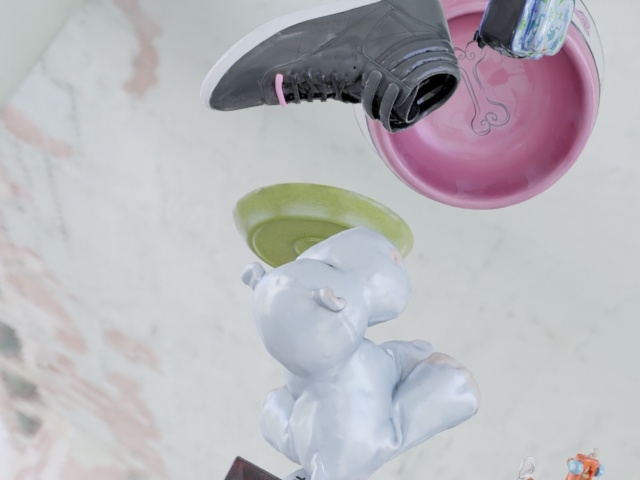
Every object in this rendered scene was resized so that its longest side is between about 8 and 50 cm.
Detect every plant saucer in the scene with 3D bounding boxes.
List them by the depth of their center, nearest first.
[{"bbox_3d":[0.000,0.000,2.069,0.240,0.037,0.241,9,-26,5],"label":"plant saucer"}]

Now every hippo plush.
[{"bbox_3d":[-0.004,0.116,1.622,0.234,0.294,0.237,4,-58,51],"label":"hippo plush"}]

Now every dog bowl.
[{"bbox_3d":[0.248,-0.228,2.459,0.408,0.408,0.150,37,19,-15],"label":"dog bowl"}]

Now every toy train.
[{"bbox_3d":[0.290,0.315,2.064,0.166,0.125,0.046,9,16,-41],"label":"toy train"}]

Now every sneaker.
[{"bbox_3d":[0.021,-0.177,1.751,0.105,0.295,0.147,81,-14,-60],"label":"sneaker"}]

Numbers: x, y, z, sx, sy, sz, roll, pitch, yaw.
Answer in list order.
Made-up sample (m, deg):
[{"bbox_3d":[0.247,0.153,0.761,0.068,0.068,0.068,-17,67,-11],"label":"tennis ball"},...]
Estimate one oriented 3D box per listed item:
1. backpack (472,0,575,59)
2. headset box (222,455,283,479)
[{"bbox_3d":[0.238,-0.254,1.801,0.084,0.105,0.114,20,7,23],"label":"backpack"},{"bbox_3d":[0.024,0.310,1.054,0.293,0.218,0.110,28,-10,13],"label":"headset box"}]
